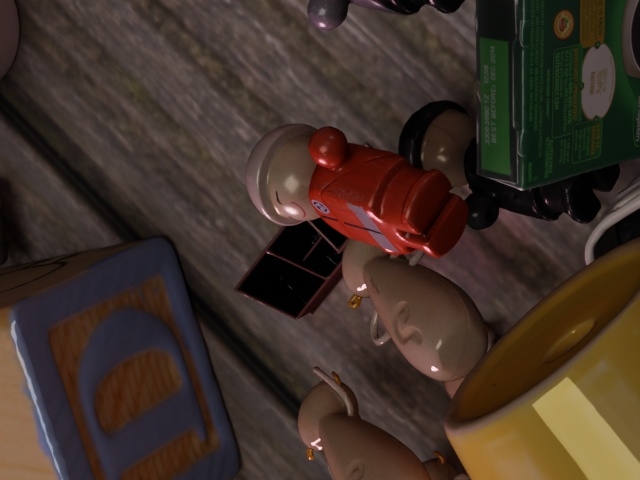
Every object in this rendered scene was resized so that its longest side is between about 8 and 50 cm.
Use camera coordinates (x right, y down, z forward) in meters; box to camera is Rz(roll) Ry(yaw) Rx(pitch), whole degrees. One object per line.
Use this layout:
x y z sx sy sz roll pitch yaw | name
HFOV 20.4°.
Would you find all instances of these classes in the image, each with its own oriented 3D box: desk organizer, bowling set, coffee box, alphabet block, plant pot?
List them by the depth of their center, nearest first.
0.203 0.136 0.966 0.239 0.254 0.254 48 125 -6 | plant pot
0.163 -0.100 0.978 0.040 0.184 0.113 20 120 48 | coffee box
0.084 0.146 1.152 0.154 0.199 0.287 46 119 58 | bowling set
0.000 0.000 1.193 0.047 0.050 0.130 45 124 11 | desk organizer
-0.206 0.123 1.281 0.197 0.192 0.193 -11 99 33 | alphabet block

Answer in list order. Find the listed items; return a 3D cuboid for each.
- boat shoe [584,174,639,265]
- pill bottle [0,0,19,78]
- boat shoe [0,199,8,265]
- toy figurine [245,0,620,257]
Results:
0.271 -0.028 0.992 0.267 0.088 0.096 -12 99 34 | boat shoe
-0.336 -0.130 1.220 0.152 0.272 0.152 11 113 29 | pill bottle
-0.335 0.004 1.384 0.223 0.080 0.073 -9 99 31 | boat shoe
0.065 -0.102 1.025 0.148 0.213 0.210 17 113 44 | toy figurine
